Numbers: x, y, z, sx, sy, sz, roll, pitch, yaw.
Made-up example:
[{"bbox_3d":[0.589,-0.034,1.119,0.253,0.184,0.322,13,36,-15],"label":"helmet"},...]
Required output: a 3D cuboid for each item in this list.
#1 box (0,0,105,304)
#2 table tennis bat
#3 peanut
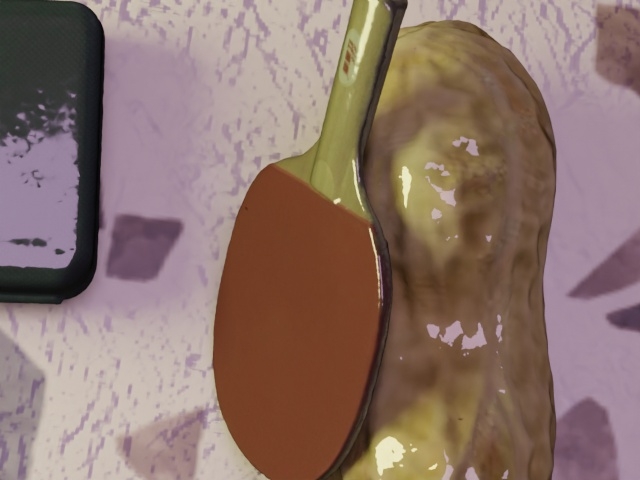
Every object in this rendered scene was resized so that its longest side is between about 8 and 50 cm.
[{"bbox_3d":[-0.227,-0.049,0.863,0.230,0.050,0.160,2,77,-6],"label":"box"},{"bbox_3d":[0.000,0.000,0.808,0.022,0.138,0.247,1,113,-35],"label":"table tennis bat"},{"bbox_3d":[0.059,0.029,0.835,0.120,0.136,0.298,-4,78,13],"label":"peanut"}]
